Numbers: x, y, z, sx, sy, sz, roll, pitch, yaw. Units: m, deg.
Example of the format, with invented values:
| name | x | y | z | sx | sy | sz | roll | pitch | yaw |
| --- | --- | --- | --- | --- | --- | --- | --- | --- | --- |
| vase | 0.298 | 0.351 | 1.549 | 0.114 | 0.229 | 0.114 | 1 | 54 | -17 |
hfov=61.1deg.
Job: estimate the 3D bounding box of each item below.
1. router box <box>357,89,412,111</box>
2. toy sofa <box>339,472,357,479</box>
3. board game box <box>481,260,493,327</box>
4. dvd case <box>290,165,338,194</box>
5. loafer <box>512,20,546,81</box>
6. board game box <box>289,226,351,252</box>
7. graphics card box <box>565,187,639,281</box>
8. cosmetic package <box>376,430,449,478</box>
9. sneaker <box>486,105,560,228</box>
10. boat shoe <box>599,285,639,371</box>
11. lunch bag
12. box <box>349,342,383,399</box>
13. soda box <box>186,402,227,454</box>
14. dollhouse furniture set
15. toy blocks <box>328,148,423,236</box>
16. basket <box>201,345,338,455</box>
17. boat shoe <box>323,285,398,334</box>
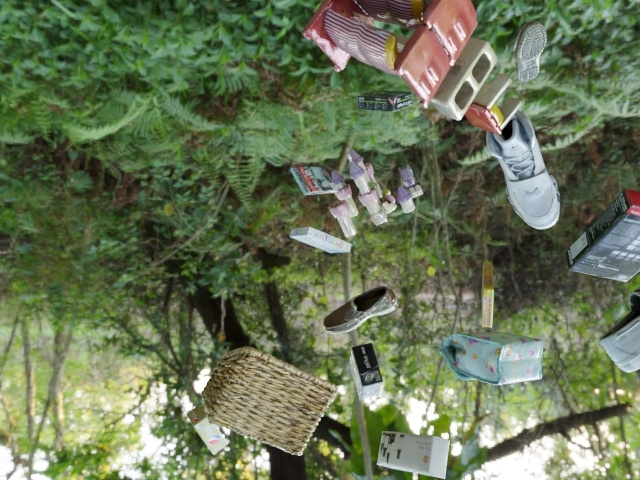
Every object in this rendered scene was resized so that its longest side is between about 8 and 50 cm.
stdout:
| name | x | y | z | sx | sy | sz | roll | pitch | yaw |
| --- | --- | --- | --- | --- | --- | --- | --- | --- | --- |
| router box | 0.175 | -0.381 | 1.478 | 0.122 | 0.038 | 0.092 | 16 | -149 | 38 |
| toy sofa | 0.055 | 0.715 | 1.248 | 0.150 | 0.177 | 0.362 | 42 | -178 | 3 |
| board game box | 0.527 | 0.160 | 1.710 | 0.039 | 0.124 | 0.259 | 3 | -162 | 18 |
| dvd case | -0.016 | -0.160 | 1.441 | 0.119 | 0.087 | 0.013 | -11 | 154 | -44 |
| loafer | 0.396 | -0.368 | 1.046 | 0.056 | 0.050 | 0.148 | -16 | 153 | 4 |
| board game box | 0.000 | 0.000 | 1.609 | 0.154 | 0.026 | 0.103 | 22 | 166 | -30 |
| graphics card box | 1.046 | -0.009 | 1.856 | 0.233 | 0.094 | 0.371 | 11 | 141 | -4 |
| cosmetic package | 0.248 | 0.582 | 1.486 | 0.060 | 0.098 | 0.239 | 21 | 156 | -22 |
| sneaker | 0.558 | -0.207 | 1.517 | 0.137 | 0.365 | 0.210 | -20 | 171 | 27 |
| boat shoe | 0.545 | 0.113 | 0.886 | 0.227 | 0.081 | 0.079 | -40 | 169 | -16 |
| lunch bag | 0.552 | 0.378 | 1.782 | 0.223 | 0.160 | 0.262 | 4 | 178 | -35 |
| box | 0.161 | 0.471 | 1.944 | 0.078 | 0.147 | 0.180 | -12 | 151 | -6 |
| soda box | -0.364 | 0.610 | 1.749 | 0.058 | 0.181 | 0.061 | -33 | -139 | -20 |
| dollhouse furniture set | 0.170 | -0.284 | 0.914 | 0.201 | 0.152 | 0.374 | 35 | -175 | 36 |
| toy blocks | 0.172 | -0.215 | 1.901 | 0.309 | 0.260 | 0.288 | -22 | -164 | 13 |
| basket | -0.140 | 0.396 | 1.466 | 0.299 | 0.223 | 0.213 | 28 | -178 | -20 |
| boat shoe | 0.114 | 0.212 | 1.730 | 0.258 | 0.095 | 0.095 | -27 | 136 | 10 |
